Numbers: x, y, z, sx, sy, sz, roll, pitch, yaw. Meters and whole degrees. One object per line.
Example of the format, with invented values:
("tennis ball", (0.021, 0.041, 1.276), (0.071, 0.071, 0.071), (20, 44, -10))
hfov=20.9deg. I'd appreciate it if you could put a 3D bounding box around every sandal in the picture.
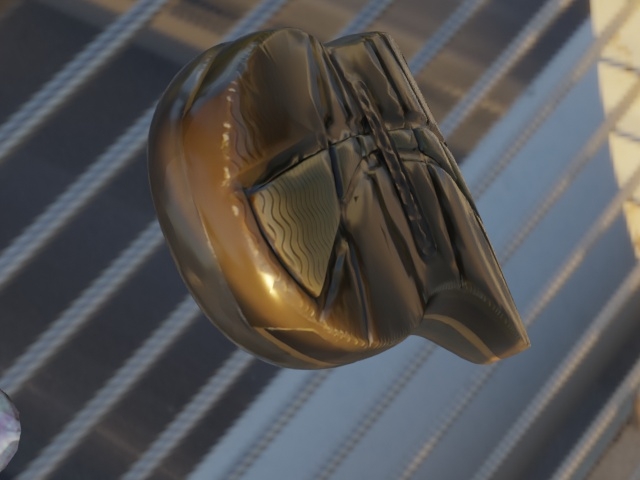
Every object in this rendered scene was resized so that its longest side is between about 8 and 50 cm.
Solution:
("sandal", (0.000, 0.000, 0.408), (0.060, 0.219, 0.090), (-23, 87, 16))

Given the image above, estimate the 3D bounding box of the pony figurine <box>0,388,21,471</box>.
("pony figurine", (-0.268, -0.020, 0.440), (0.351, 0.363, 0.303), (-16, 78, 48))
